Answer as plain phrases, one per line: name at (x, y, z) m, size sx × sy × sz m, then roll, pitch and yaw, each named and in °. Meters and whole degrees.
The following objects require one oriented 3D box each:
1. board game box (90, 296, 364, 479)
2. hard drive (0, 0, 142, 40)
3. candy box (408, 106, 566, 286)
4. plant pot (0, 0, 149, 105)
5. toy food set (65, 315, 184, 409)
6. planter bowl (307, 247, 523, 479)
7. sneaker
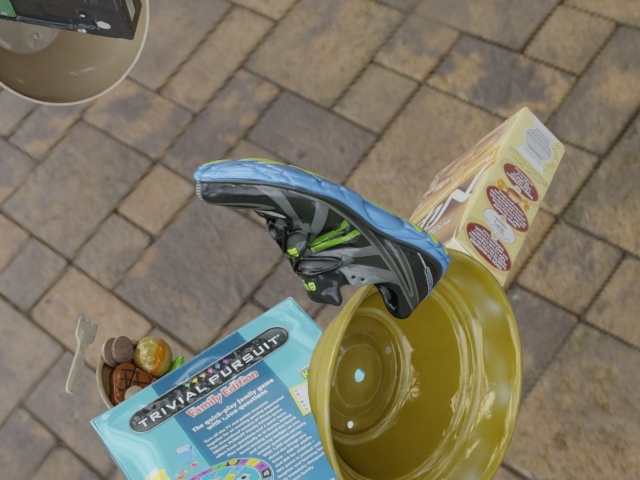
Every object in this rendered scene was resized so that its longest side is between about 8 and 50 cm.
board game box at (-0.041, 0.227, 1.088) m, size 0.254 × 0.079 × 0.336 m, roll -31°, pitch 41°, yaw -15°
hard drive at (-0.394, -0.340, 1.310) m, size 0.339 × 0.237 × 0.064 m, roll 9°, pitch 73°, yaw 3°
candy box at (0.183, -0.021, 1.399) m, size 0.183 × 0.087 × 0.316 m, roll -39°, pitch 10°, yaw 41°
plant pot at (-0.428, -0.352, 1.700) m, size 0.284 × 0.284 × 0.191 m, roll -52°, pitch 30°, yaw -13°
toy food set at (-0.231, 0.178, 1.442) m, size 0.038 × 0.192 × 0.132 m, roll -35°, pitch 37°, yaw 39°
planter bowl at (0.056, 0.110, 0.872) m, size 0.090 × 0.217 × 0.217 m, roll 5°, pitch 60°, yaw 49°
sneaker at (0.000, 0.000, 0.737) m, size 0.078 × 0.188 × 0.067 m, roll -64°, pitch 24°, yaw 1°
